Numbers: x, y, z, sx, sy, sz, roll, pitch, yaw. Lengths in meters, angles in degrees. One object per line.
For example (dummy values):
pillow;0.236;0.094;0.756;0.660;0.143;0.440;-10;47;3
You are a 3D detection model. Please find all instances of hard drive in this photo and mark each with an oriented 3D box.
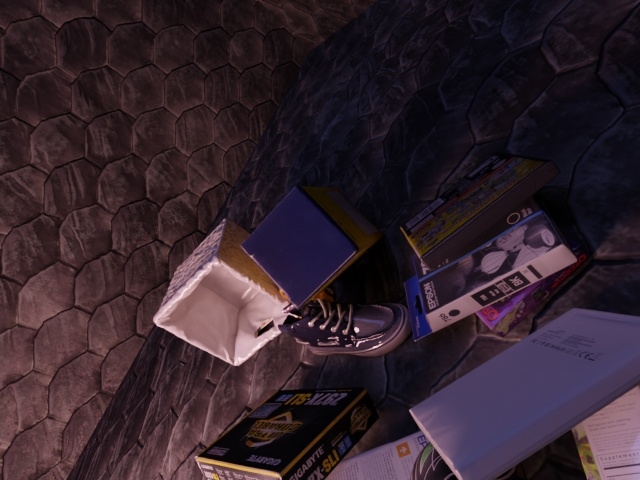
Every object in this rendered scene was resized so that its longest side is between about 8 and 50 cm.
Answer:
hard drive;0.282;0.191;0.564;0.308;0.040;0.203;-30;-2;-4

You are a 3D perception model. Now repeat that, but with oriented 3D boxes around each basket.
basket;-0.284;0.166;1.360;0.328;0.331;0.266;-42;25;21

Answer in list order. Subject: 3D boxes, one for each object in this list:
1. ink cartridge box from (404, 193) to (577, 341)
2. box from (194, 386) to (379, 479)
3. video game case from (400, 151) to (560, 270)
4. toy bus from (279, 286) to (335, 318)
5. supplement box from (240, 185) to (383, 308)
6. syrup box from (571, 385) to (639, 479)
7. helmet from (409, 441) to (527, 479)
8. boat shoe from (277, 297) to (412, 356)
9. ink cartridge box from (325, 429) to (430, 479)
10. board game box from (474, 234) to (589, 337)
ink cartridge box;0.283;0.050;0.806;0.333;0.065;0.165;-38;33;29
box;-0.073;0.412;0.881;0.257;0.079;0.322;-24;1;-44
video game case;0.295;-0.071;0.846;0.275;0.035;0.248;-39;10;11
toy bus;-0.059;0.096;1.287;0.108;0.130;0.332;-45;30;17
supplement box;0.000;0.000;1.057;0.195;0.194;0.357;-45;-9;17
syrup box;0.374;0.284;0.481;0.096;0.093;0.236;-34;35;34
helmet;0.205;0.351;0.584;0.162;0.169;0.169;-22;38;15
boat shoe;0.042;0.197;1.001;0.341;0.158;0.127;-25;40;42
ink cartridge box;0.082;0.512;0.662;0.331;0.071;0.324;-24;35;7
board game box;0.336;0.015;0.874;0.208;0.056;0.346;-44;30;10
